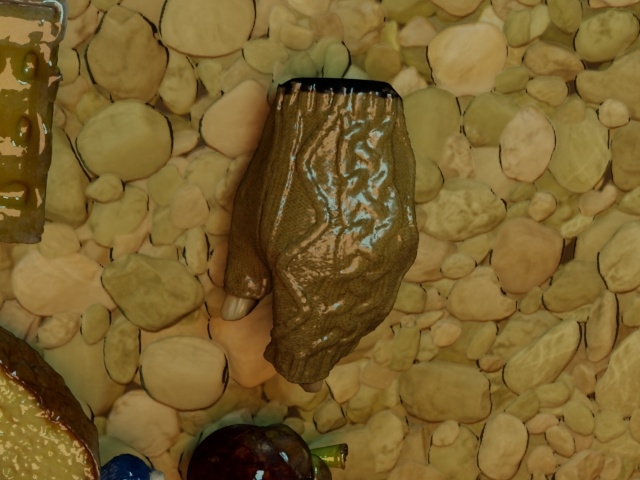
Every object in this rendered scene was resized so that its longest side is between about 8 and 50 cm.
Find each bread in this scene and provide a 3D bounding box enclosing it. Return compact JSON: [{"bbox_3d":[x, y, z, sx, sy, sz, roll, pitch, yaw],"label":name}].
[{"bbox_3d":[-0.338,0.167,1.618,0.129,0.134,0.260,-41,99,16],"label":"bread"}]

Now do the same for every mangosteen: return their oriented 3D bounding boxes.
[{"bbox_3d":[-0.065,0.258,1.724,0.146,0.156,0.181,43,65,2],"label":"mangosteen"}]

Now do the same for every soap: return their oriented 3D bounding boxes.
[{"bbox_3d":[-0.398,-0.135,1.491,0.281,0.143,0.259,5,112,-15],"label":"soap"}]

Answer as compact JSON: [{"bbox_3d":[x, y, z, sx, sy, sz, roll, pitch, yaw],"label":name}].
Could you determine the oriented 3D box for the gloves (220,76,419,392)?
[{"bbox_3d":[0.003,-0.002,1.628,0.203,0.155,0.356,2,112,-10],"label":"gloves"}]

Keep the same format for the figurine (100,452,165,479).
[{"bbox_3d":[-0.290,0.301,1.671,0.262,0.164,0.120,-33,97,0],"label":"figurine"}]
